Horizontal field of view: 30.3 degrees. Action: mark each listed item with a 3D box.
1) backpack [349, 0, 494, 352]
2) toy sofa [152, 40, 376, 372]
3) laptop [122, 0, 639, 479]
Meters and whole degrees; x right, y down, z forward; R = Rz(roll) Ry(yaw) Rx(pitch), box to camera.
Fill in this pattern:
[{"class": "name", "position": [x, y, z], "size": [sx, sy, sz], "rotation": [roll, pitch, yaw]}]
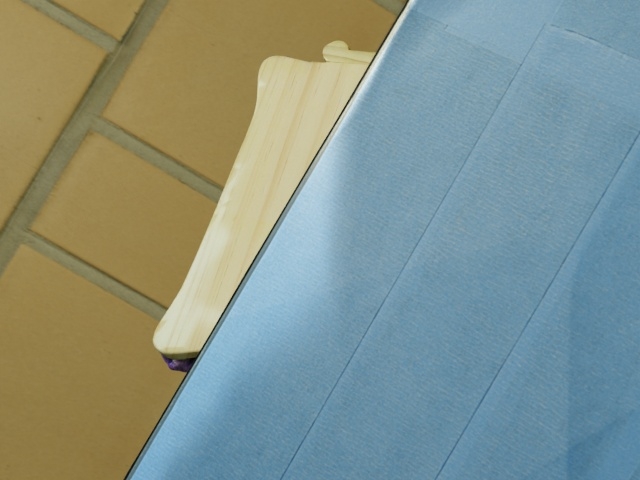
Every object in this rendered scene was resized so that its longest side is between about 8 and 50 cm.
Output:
[{"class": "backpack", "position": [0.104, 0.015, 0.624], "size": [0.263, 0.213, 0.276], "rotation": [-53, 0, -18]}, {"class": "toy sofa", "position": [0.000, 0.000, 1.115], "size": [0.150, 0.177, 0.362], "rotation": [56, -134, -54]}, {"class": "laptop", "position": [0.099, 0.072, 0.343], "size": [0.382, 0.236, 0.408], "rotation": [-60, 8, -1]}]
